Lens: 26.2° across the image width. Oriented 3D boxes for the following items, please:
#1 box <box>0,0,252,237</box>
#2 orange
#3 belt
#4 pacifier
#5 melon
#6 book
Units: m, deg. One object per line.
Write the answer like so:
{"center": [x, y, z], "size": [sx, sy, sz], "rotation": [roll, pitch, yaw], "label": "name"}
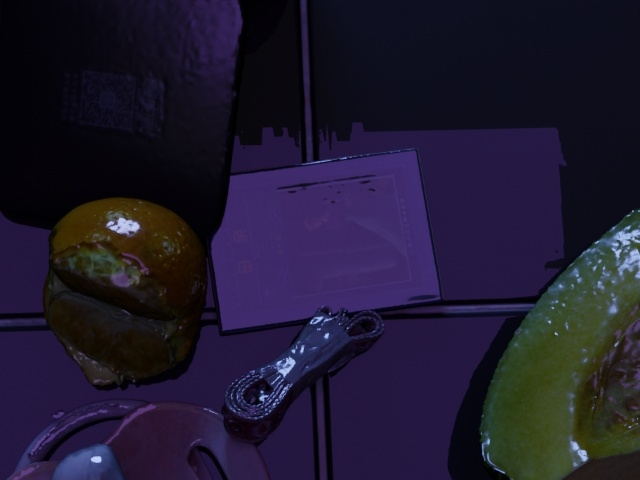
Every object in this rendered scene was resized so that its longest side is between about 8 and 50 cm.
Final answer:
{"center": [-0.231, -0.160, 1.567], "size": [0.289, 0.073, 0.290], "rotation": [8, 99, 5], "label": "box"}
{"center": [-0.213, 0.043, 1.508], "size": [0.179, 0.237, 0.158], "rotation": [15, 53, 6], "label": "orange"}
{"center": [-0.023, 0.142, 1.541], "size": [0.071, 0.053, 0.232], "rotation": [36, 48, 25], "label": "belt"}
{"center": [-0.213, 0.297, 1.459], "size": [0.332, 0.273, 0.220], "rotation": [-27, 100, -10], "label": "pacifier"}
{"center": [0.339, 0.179, 1.535], "size": [0.343, 0.226, 0.331], "rotation": [-32, 94, 2], "label": "melon"}
{"center": [0.000, 0.000, 1.627], "size": [0.269, 0.025, 0.191], "rotation": [-7, 80, -7], "label": "book"}
